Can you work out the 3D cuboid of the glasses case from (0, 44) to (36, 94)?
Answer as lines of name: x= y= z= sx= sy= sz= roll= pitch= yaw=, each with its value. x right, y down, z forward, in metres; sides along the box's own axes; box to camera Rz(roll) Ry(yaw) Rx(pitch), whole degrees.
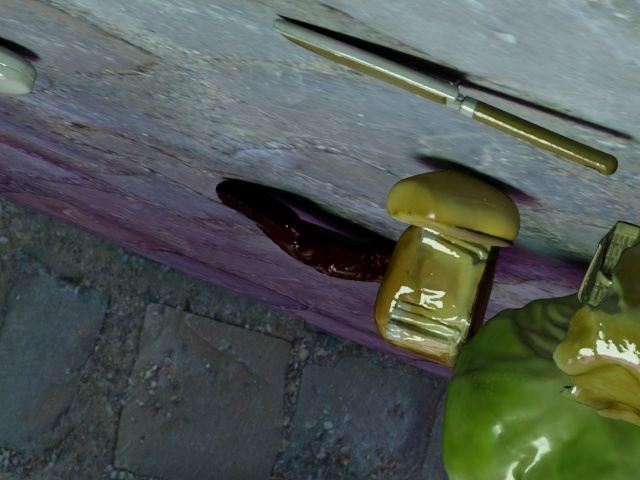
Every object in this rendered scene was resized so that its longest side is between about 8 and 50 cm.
glasses case: x=-0.359 y=-0.179 z=1.831 sx=0.193 sy=0.049 sz=0.074 roll=19 pitch=173 yaw=10

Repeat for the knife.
knife: x=0.087 y=-0.103 z=1.336 sx=0.256 sy=0.022 sz=0.046 roll=23 pitch=180 yaw=5

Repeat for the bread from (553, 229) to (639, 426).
bread: x=0.322 y=0.069 z=1.326 sx=0.252 sy=0.238 sz=0.196 roll=21 pitch=137 yaw=25

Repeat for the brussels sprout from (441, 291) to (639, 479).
brussels sprout: x=0.251 y=0.171 z=1.854 sx=0.274 sy=0.316 sz=0.242 roll=-10 pitch=134 yaw=30

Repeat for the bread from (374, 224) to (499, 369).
bread: x=0.120 y=0.054 z=1.994 sx=0.107 sy=0.136 sz=0.241 roll=18 pitch=174 yaw=7

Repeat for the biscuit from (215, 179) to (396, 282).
biscuit: x=0.003 y=0.001 z=2.208 sx=0.235 sy=0.063 sz=0.151 roll=19 pitch=-174 yaw=-37

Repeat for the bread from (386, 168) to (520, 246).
bread: x=0.117 y=-0.032 z=1.666 sx=0.115 sy=0.056 sz=0.082 roll=16 pitch=176 yaw=-28

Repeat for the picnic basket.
picnic basket: x=0.291 y=0.046 z=1.707 sx=0.115 sy=0.079 sz=0.164 roll=20 pitch=173 yaw=4
